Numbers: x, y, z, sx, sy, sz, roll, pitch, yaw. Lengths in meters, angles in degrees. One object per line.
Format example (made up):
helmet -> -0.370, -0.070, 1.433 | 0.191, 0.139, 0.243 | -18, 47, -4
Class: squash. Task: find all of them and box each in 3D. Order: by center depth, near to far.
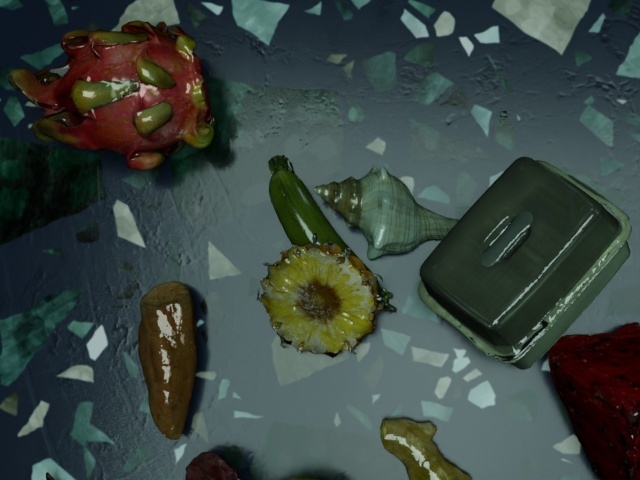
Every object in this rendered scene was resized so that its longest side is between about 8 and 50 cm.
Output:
squash -> -0.002, 0.000, 1.682 | 0.318, 0.080, 0.071 | 53, 130, 9

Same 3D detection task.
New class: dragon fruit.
dragon fruit -> 0.532, 0.252, 1.600 | 0.329, 0.228, 0.286 | -28, 115, -17
dragon fruit -> -0.318, -0.229, 1.676 | 0.307, 0.243, 0.228 | 11, 111, 43

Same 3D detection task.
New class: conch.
conch -> 0.099, -0.032, 1.658 | 0.234, 0.114, 0.137 | 37, 102, 2

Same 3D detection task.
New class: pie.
pie -> -0.181, 0.435, 1.603 | 0.054, 0.204, 0.219 | 23, 98, -28

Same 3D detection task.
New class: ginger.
ginger -> 0.186, 0.396, 1.624 | 0.118, 0.065, 0.299 | -33, 83, -12

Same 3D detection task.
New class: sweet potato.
sweet potato -> -0.242, 0.188, 1.673 | 0.097, 0.097, 0.252 | -2, 82, 5

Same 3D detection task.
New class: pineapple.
pineapple -> 0.001, 0.084, 1.642 | 0.221, 0.047, 0.221 | 7, 116, 15

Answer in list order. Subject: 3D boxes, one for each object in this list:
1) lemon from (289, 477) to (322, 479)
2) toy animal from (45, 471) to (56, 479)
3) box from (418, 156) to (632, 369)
lemon -> -0.032, 0.444, 1.585 | 0.206, 0.173, 0.174 | -3, 84, 0
toy animal -> -0.468, 0.499, 1.680 | 0.260, 0.087, 0.243 | 34, 75, 10
box -> 0.302, 0.030, 1.572 | 0.290, 0.166, 0.220 | -49, 52, -1
